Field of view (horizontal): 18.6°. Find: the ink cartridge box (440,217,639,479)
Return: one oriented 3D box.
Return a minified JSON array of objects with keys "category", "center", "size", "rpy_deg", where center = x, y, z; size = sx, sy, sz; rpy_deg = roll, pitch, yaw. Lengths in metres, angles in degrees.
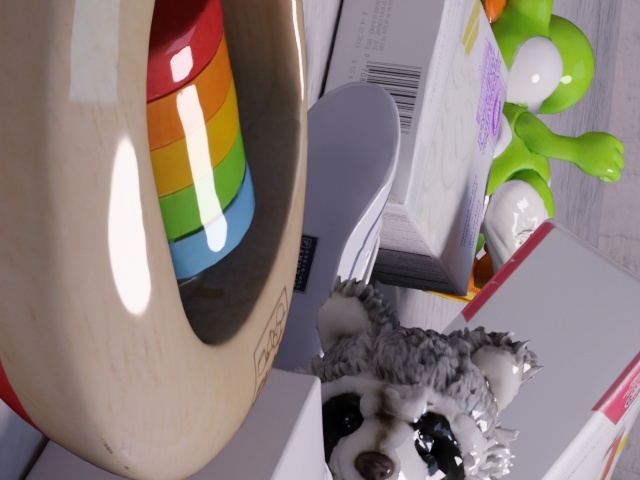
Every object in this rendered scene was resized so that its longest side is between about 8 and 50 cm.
[{"category":"ink cartridge box","center":[0.167,0.211,1.834],"size":[0.279,0.160,0.384],"rpy_deg":[-46,160,-30]}]

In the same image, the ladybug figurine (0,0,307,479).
[{"category":"ladybug figurine","center":[-0.114,-0.066,0.958],"size":[0.305,0.162,0.449],"rpy_deg":[-66,157,-46]}]

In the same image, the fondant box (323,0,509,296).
[{"category":"fondant box","center":[0.087,-0.105,1.780],"size":[0.330,0.096,0.238],"rpy_deg":[51,49,-71]}]

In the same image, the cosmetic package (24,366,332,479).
[{"category":"cosmetic package","center":[-0.117,0.264,1.148],"size":[0.385,0.156,0.217],"rpy_deg":[-65,158,-49]}]

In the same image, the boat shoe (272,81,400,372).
[{"category":"boat shoe","center":[0.000,0.000,1.562],"size":[0.084,0.095,0.258],"rpy_deg":[54,57,-74]}]

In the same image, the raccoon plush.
[{"category":"raccoon plush","center":[0.019,0.179,1.527],"size":[0.446,0.216,0.299],"rpy_deg":[-163,-91,-77]}]

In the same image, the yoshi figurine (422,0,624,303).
[{"category":"yoshi figurine","center":[0.223,-0.107,2.119],"size":[0.203,0.204,0.362],"rpy_deg":[84,15,-83]}]

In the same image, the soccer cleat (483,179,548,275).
[{"category":"soccer cleat","center":[0.200,0.030,1.940],"size":[0.076,0.068,0.196],"rpy_deg":[-110,-167,-53]}]
